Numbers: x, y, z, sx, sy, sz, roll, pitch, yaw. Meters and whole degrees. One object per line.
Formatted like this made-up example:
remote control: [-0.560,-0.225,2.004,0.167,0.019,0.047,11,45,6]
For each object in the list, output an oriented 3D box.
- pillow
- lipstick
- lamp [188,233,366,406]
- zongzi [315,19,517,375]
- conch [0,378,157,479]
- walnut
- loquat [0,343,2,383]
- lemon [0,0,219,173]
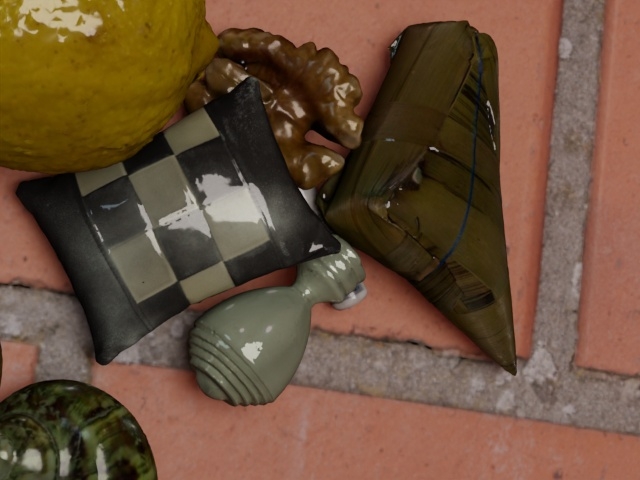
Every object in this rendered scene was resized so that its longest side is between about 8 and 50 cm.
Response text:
pillow: [-0.129,-0.019,1.723,0.250,0.106,0.186,-25,92,-3]
lipstick: [0.000,0.000,1.833,0.040,0.040,0.141,-29,99,-23]
lamp: [-0.041,0.076,1.766,0.193,0.106,0.106,-43,103,-14]
zongzi: [0.153,-0.048,1.875,0.289,0.123,0.260,39,62,-30]
conch: [-0.230,0.218,1.670,0.181,0.124,0.187,18,87,-19]
walnut: [-0.040,-0.125,1.792,0.170,0.069,0.143,33,84,5]
loquat: [-0.398,0.132,1.512,0.276,0.276,0.284,18,121,-22]
lemon: [-0.247,-0.194,1.621,0.322,0.268,0.268,15,80,-22]
